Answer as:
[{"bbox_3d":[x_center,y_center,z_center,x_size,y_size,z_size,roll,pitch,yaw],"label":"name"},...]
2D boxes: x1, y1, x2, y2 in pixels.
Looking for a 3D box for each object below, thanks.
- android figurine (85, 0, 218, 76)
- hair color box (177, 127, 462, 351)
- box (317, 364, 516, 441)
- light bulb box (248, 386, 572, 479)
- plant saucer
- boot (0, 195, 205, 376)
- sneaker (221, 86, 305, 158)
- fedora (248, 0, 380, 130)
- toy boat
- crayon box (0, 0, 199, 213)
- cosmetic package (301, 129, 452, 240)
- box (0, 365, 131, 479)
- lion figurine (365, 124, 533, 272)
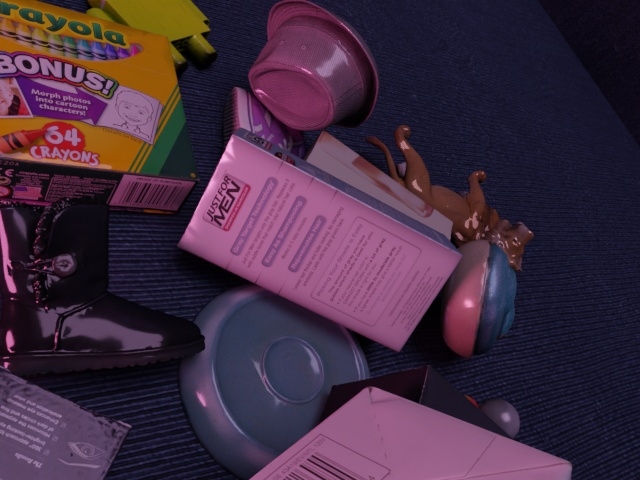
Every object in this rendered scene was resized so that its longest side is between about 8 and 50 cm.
[{"bbox_3d":[-0.333,-0.436,1.016,0.273,0.056,0.248,45,45,1],"label":"android figurine"},{"bbox_3d":[0.000,0.000,0.804,0.375,0.185,0.113,27,15,-10],"label":"hair color box"},{"bbox_3d":[0.148,0.292,0.702,0.261,0.184,0.103,42,45,-19],"label":"box"},{"bbox_3d":[0.038,0.391,0.448,0.358,0.226,0.360,-23,114,-43],"label":"light bulb box"},{"bbox_3d":[-0.047,0.195,0.773,0.318,0.044,0.317,18,51,-24],"label":"plant saucer"},{"bbox_3d":[-0.264,0.050,0.642,0.247,0.094,0.206,1,85,-28],"label":"boot"},{"bbox_3d":[-0.093,-0.158,0.955,0.161,0.102,0.281,18,50,-27],"label":"sneaker"},{"bbox_3d":[-0.032,-0.286,0.934,0.276,0.243,0.124,30,59,27],"label":"fedora"},{"bbox_3d":[0.276,0.171,0.901,0.148,0.267,0.317,8,70,16],"label":"toy boat"},{"bbox_3d":[-0.390,-0.206,0.768,0.363,0.106,0.312,3,58,-37],"label":"crayon box"},{"bbox_3d":[0.073,-0.040,0.947,0.296,0.153,0.129,35,44,-10],"label":"cosmetic package"},{"bbox_3d":[-0.307,0.238,0.526,0.156,0.093,0.158,31,46,-13],"label":"box"},{"bbox_3d":[0.262,-0.077,1.126,0.393,0.142,0.240,21,49,-12],"label":"lion figurine"}]
